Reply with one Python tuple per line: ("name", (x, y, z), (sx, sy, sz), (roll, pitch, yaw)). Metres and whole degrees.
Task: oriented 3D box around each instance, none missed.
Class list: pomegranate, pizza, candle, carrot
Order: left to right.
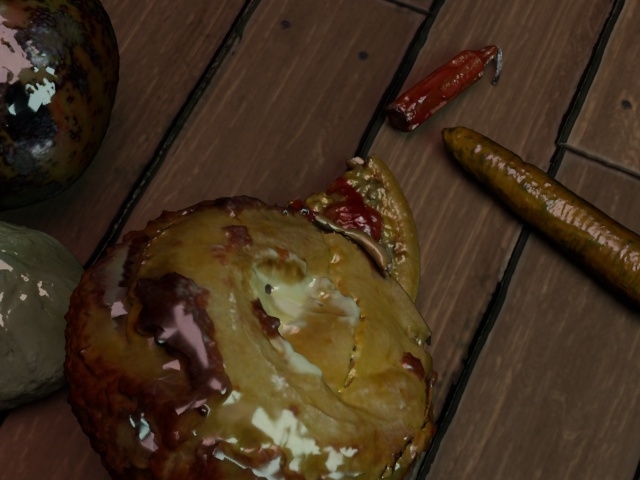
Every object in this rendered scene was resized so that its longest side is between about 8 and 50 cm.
("pomegranate", (-0.323, -0.188, 1.203), (0.284, 0.341, 0.285), (3, 58, -5))
("pizza", (0.000, 0.000, 1.285), (0.198, 0.062, 0.188), (-10, 61, -8))
("candle", (0.140, -0.166, 1.390), (0.162, 0.053, 0.048), (-36, 75, -23))
("carrot", (0.244, -0.022, 1.312), (0.314, 0.066, 0.066), (37, 66, 17))

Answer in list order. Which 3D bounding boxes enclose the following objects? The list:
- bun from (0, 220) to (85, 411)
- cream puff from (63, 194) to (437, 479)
("bun", (-0.305, 0.064, 1.199), (0.195, 0.118, 0.195), (3, 61, -6))
("cream puff", (-0.070, 0.122, 1.112), (0.350, 0.228, 0.350), (27, 41, -26))
